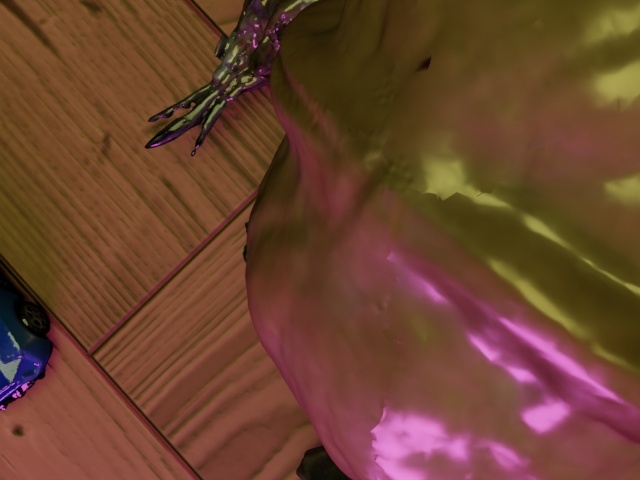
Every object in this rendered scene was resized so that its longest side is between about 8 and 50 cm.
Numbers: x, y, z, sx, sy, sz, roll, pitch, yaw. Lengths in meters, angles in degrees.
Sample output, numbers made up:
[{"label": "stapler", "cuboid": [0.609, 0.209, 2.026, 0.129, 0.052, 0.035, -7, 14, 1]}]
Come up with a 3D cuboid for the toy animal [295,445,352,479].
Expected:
[{"label": "toy animal", "cuboid": [0.113, 0.185, 0.639, 0.343, 0.106, 0.168, -7, 83, 9]}]

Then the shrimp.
[{"label": "shrimp", "cuboid": [0.009, -0.199, 0.616, 0.372, 0.137, 0.172, -38, 103, -2]}]

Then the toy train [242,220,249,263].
[{"label": "toy train", "cuboid": [0.000, 0.000, 0.661, 0.122, 0.081, 0.050, -12, 84, 7]}]

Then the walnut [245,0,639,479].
[{"label": "walnut", "cuboid": [0.147, -0.024, 0.472, 0.381, 0.381, 0.381, 0, 92, 8]}]

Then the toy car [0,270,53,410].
[{"label": "toy car", "cuboid": [-0.298, 0.036, 0.708, 0.103, 0.063, 0.216, -37, 87, 8]}]
